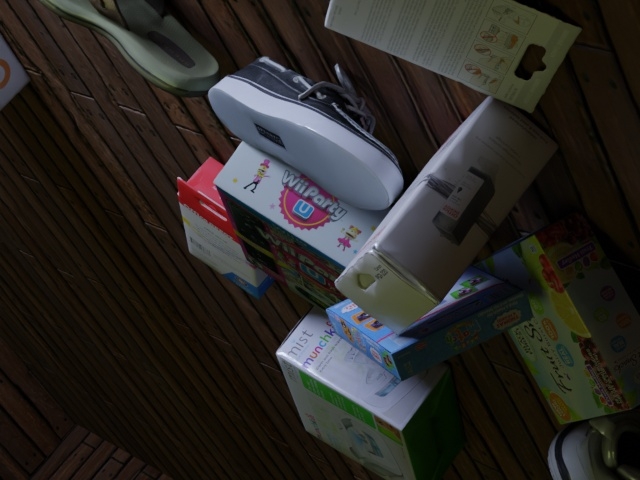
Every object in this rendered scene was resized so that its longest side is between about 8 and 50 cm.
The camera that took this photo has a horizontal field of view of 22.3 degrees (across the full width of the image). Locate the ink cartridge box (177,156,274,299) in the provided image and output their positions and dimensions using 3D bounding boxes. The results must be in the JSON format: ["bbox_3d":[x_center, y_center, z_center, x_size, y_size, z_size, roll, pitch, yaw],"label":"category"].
[{"bbox_3d":[-0.121,-0.025,2.269,0.134,0.078,0.231,34,159,16],"label":"ink cartridge box"}]

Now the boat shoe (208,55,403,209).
[{"bbox_3d":[0.003,-0.130,1.790,0.306,0.105,0.113,28,152,49],"label":"boat shoe"}]

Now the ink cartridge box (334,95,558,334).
[{"bbox_3d":[0.125,-0.024,1.637,0.092,0.218,0.158,41,160,0],"label":"ink cartridge box"}]

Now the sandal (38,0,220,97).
[{"bbox_3d":[-0.232,-0.289,1.914,0.303,0.120,0.086,37,132,5],"label":"sandal"}]

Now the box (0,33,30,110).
[{"bbox_3d":[-0.621,-0.304,2.382,0.168,0.215,0.345,24,153,39],"label":"box"}]

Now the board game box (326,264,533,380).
[{"bbox_3d":[0.114,0.078,1.759,0.039,0.160,0.211,69,167,-17],"label":"board game box"}]

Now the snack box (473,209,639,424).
[{"bbox_3d":[0.268,0.087,1.745,0.207,0.070,0.174,62,160,2],"label":"snack box"}]

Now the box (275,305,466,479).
[{"bbox_3d":[0.079,0.231,2.382,0.231,0.127,0.262,29,158,25],"label":"box"}]

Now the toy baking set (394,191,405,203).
[{"bbox_3d":[0.098,-0.003,1.996,0.256,0.030,0.197,47,159,-18],"label":"toy baking set"}]

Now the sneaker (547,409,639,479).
[{"bbox_3d":[0.437,0.336,1.930,0.366,0.137,0.210,41,166,10],"label":"sneaker"}]

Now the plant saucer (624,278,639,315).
[{"bbox_3d":[0.435,0.162,1.721,0.311,0.050,0.310,35,160,15],"label":"plant saucer"}]

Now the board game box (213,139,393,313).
[{"bbox_3d":[0.000,0.000,1.998,0.224,0.097,0.303,33,166,14],"label":"board game box"}]

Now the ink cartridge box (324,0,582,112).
[{"bbox_3d":[0.123,-0.218,1.517,0.225,0.056,0.181,21,158,0],"label":"ink cartridge box"}]
